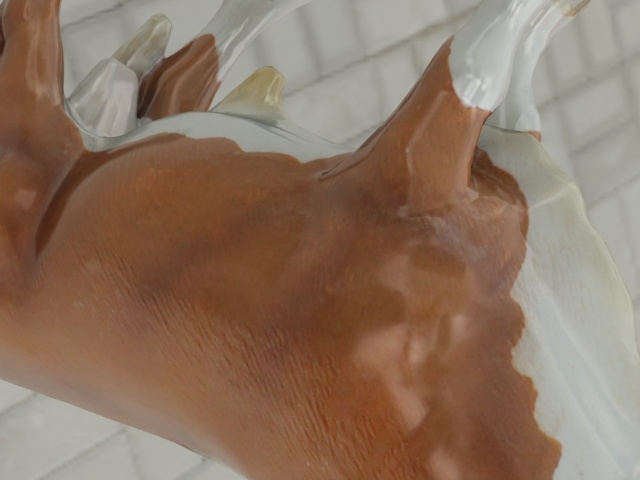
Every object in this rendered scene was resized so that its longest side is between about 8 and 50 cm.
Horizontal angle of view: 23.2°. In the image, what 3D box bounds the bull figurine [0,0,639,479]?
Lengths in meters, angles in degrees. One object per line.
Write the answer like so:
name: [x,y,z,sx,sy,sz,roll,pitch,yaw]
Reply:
bull figurine: [0.000,0.000,0.454,0.101,0.310,0.188,28,79,-57]
